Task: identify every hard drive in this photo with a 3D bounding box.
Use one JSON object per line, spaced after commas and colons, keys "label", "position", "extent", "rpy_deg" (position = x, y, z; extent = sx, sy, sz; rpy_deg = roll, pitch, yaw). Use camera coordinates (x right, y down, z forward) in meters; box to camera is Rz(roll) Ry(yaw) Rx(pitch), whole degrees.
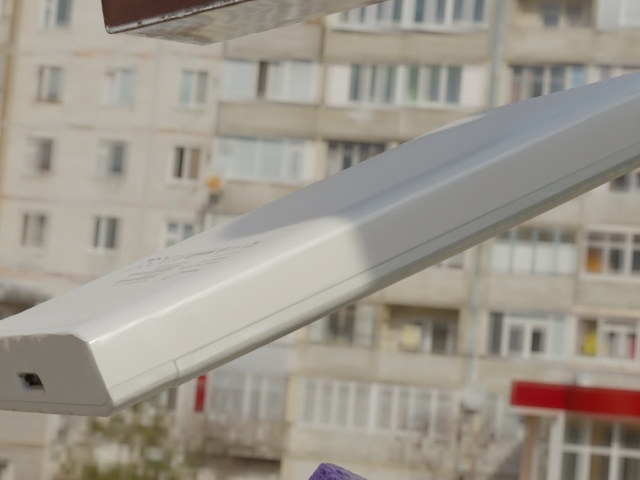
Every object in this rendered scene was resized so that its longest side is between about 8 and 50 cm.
{"label": "hard drive", "position": [0.000, 0.000, 0.827], "extent": [0.307, 0.040, 0.203], "rpy_deg": [-24, 7, -25]}

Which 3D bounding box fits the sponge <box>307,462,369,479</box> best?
{"label": "sponge", "position": [0.090, 0.216, 1.128], "extent": [0.210, 0.031, 0.117], "rpy_deg": [35, -3, 24]}

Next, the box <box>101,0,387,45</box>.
{"label": "box", "position": [-0.036, -0.225, 0.974], "extent": [0.167, 0.203, 0.168], "rpy_deg": [-12, 1, 14]}
